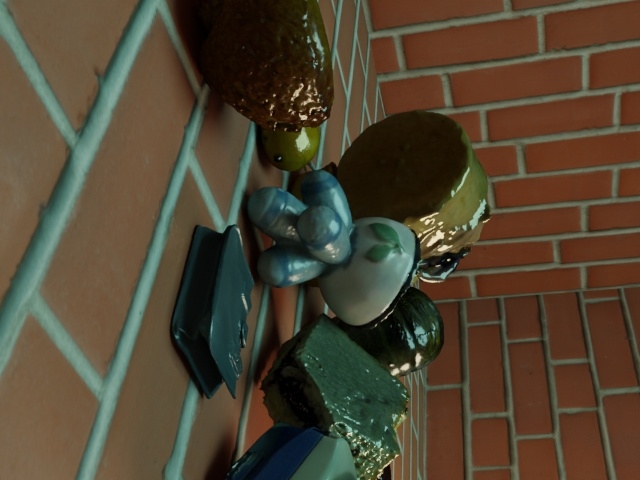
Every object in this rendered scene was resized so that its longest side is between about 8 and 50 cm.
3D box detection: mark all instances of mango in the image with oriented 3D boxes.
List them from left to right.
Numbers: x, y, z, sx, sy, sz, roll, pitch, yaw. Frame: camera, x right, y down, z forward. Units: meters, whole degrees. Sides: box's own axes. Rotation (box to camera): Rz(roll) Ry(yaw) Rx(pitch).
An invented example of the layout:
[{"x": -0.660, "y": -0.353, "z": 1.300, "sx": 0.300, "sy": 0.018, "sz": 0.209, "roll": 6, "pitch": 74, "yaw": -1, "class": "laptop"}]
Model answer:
[{"x": -0.063, "y": -0.246, "z": 1.679, "sx": 0.147, "sy": 0.109, "sz": 0.227, "roll": 26, "pitch": 56, "yaw": -47, "class": "mango"}]

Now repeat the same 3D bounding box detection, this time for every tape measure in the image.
[{"x": -0.043, "y": 0.440, "z": 1.241, "sx": 0.259, "sy": 0.138, "sz": 0.262, "roll": -41, "pitch": 131, "yaw": -48, "class": "tape measure"}]

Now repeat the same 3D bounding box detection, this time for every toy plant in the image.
[{"x": 0.000, "y": 0.000, "z": 1.566, "sx": 0.332, "sy": 0.247, "sz": 0.247, "roll": 32, "pitch": 41, "yaw": -24, "class": "toy plant"}]

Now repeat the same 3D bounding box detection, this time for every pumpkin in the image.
[{"x": 0.132, "y": 0.237, "z": 1.893, "sx": 0.192, "sy": 0.320, "sz": 0.320, "roll": 66, "pitch": 9, "yaw": 13, "class": "pumpkin"}]

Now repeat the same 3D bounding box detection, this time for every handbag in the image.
[{"x": -0.149, "y": 0.104, "z": 1.236, "sx": 0.229, "sy": 0.062, "sz": 0.179, "roll": -83, "pitch": 163, "yaw": -44, "class": "handbag"}]

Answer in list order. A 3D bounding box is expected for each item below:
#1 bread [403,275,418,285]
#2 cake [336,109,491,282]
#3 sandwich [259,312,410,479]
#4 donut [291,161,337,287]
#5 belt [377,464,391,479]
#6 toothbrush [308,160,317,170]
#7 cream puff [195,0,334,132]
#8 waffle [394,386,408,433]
[{"x": 0.134, "y": 0.000, "z": 2.115, "sx": 0.225, "sy": 0.279, "sz": 0.250, "roll": 26, "pitch": 62, "yaw": -50, "class": "bread"}, {"x": 0.229, "y": -0.082, "z": 1.865, "sx": 0.321, "sy": 0.332, "sz": 0.332, "roll": 56, "pitch": 30, "yaw": -48, "class": "cake"}, {"x": 0.026, "y": 0.297, "z": 1.501, "sx": 0.262, "sy": 0.131, "sz": 0.325, "roll": 44, "pitch": 21, "yaw": -5, "class": "sandwich"}, {"x": 0.003, "y": -0.024, "z": 1.885, "sx": 0.303, "sy": 0.110, "sz": 0.302, "roll": -6, "pitch": 90, "yaw": -80, "class": "donut"}, {"x": 0.054, "y": 0.479, "z": 1.717, "sx": 0.164, "sy": 0.184, "sz": 0.289, "roll": -53, "pitch": 137, "yaw": -70, "class": "belt"}, {"x": -0.037, "y": -0.205, "z": 1.977, "sx": 0.307, "sy": 0.030, "sz": 0.025, "roll": 67, "pitch": 10, "yaw": -47, "class": "toothbrush"}, {"x": -0.095, "y": -0.321, "z": 1.341, "sx": 0.303, "sy": 0.212, "sz": 0.303, "roll": -12, "pitch": 90, "yaw": -86, "class": "cream puff"}, {"x": 0.109, "y": 0.480, "z": 1.975, "sx": 0.317, "sy": 0.073, "sz": 0.297, "roll": -57, "pitch": 160, "yaw": -3, "class": "waffle"}]
